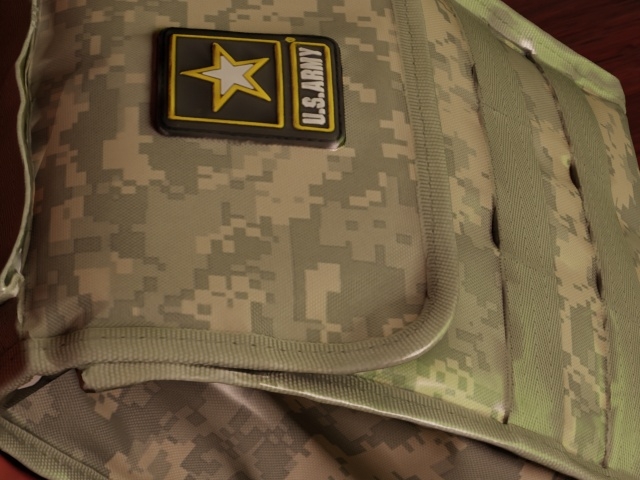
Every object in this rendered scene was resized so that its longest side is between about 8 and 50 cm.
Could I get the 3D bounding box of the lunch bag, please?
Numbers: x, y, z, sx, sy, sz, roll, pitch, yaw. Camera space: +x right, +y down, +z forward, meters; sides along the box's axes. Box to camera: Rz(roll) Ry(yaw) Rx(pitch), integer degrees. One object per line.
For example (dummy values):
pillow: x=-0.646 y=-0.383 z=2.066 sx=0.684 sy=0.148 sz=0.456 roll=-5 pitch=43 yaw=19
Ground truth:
lunch bag: x=0.000 y=0.000 z=0.617 sx=0.287 sy=0.169 sz=0.235 roll=27 pitch=42 yaw=-35
